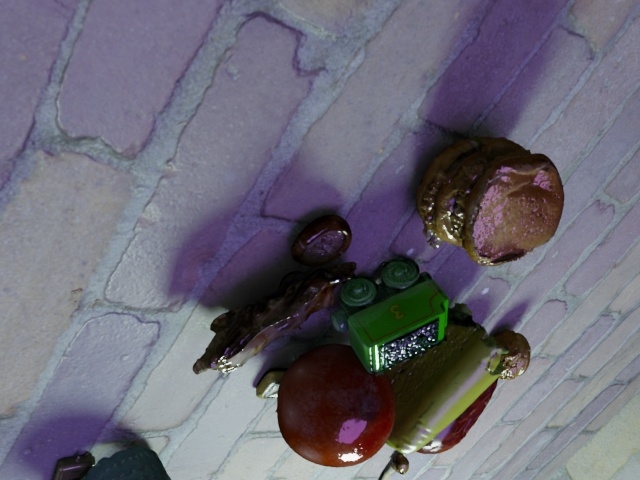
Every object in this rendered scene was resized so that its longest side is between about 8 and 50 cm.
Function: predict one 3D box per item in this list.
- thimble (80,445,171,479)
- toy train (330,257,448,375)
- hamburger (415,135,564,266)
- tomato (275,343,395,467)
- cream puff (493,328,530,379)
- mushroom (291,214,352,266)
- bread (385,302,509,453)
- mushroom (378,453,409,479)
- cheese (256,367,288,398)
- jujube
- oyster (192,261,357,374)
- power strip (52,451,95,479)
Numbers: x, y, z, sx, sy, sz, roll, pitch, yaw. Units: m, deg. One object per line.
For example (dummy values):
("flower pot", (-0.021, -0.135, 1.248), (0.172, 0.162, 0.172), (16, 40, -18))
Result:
("thimble", (-0.411, 0.557, 1.337), (0.198, 0.143, 0.235), (-22, 141, -28))
("toy train", (0.152, 0.153, 1.323), (0.243, 0.188, 0.133), (-24, 138, -15))
("hamburger", (0.308, -0.077, 1.195), (0.260, 0.211, 0.245), (-50, 130, 8))
("tomato", (0.040, 0.357, 1.360), (0.264, 0.265, 0.265), (-18, 136, -19))
("cream puff", (0.525, 0.326, 1.782), (0.103, 0.126, 0.144), (8, 116, -19))
("mushroom", (0.000, 0.000, 1.181), (0.123, 0.052, 0.123), (-17, 141, -15))
("bread", (0.252, 0.321, 1.514), (0.376, 0.251, 0.208), (-48, 154, 11))
("mushroom", (0.235, 0.757, 2.046), (0.061, 0.060, 0.187), (-17, 146, -41))
("cheese", (-0.069, 0.336, 1.460), (0.162, 0.036, 0.086), (11, 122, -39))
("jujube", (0.332, 0.426, 1.689), (0.223, 0.223, 0.318), (26, 108, -45))
("oyster", (-0.083, 0.141, 1.211), (0.361, 0.096, 0.221), (-35, 161, 1))
("power strip", (-0.525, 0.507, 1.321), (0.076, 0.028, 0.169), (3, 126, -34))
